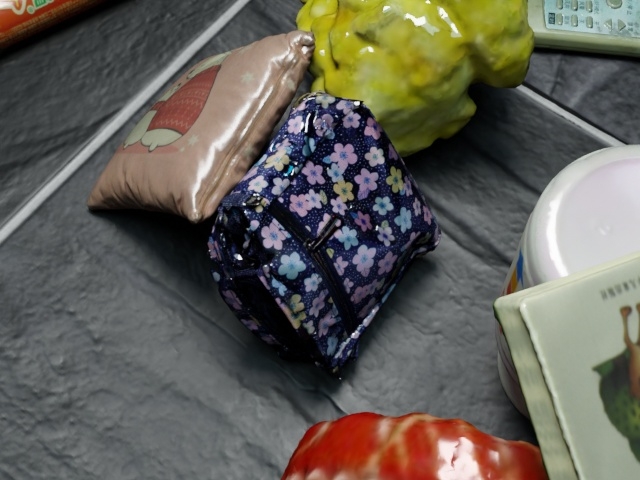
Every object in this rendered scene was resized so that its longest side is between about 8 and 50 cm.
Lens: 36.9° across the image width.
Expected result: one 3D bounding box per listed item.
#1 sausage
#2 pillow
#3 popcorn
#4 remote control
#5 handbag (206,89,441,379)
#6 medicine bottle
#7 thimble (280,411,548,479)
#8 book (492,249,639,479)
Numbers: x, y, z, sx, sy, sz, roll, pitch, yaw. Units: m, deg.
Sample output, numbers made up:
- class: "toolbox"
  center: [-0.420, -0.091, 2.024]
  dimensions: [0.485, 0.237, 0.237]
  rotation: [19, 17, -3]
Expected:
- class: "sausage"
  center: [-0.334, -0.262, 1.075]
  dimensions: [0.264, 0.083, 0.083]
  rotation: [-31, 68, -14]
- class: "pillow"
  center: [-0.116, -0.108, 0.942]
  dimensions: [0.084, 0.236, 0.223]
  rotation: [45, 70, -26]
- class: "popcorn"
  center: [0.092, -0.228, 0.978]
  dimensions: [0.242, 0.235, 0.250]
  rotation: [-16, 53, 7]
- class: "remote control"
  center: [0.317, -0.257, 1.099]
  dimensions: [0.234, 0.038, 0.098]
  rotation: [7, 64, 2]
- class: "handbag"
  center: [0.000, 0.000, 0.884]
  dimensions: [0.127, 0.228, 0.208]
  rotation: [16, 58, 46]
- class: "medicine bottle"
  center: [0.233, 0.060, 0.795]
  dimensions: [0.170, 0.293, 0.170]
  rotation: [0, 65, 0]
- class: "thimble"
  center: [0.098, 0.289, 0.660]
  dimensions: [0.350, 0.350, 0.230]
  rotation: [20, 62, 9]
- class: "book"
  center: [0.248, 0.180, 0.560]
  dimensions: [0.260, 0.043, 0.370]
  rotation: [-15, 87, -36]
